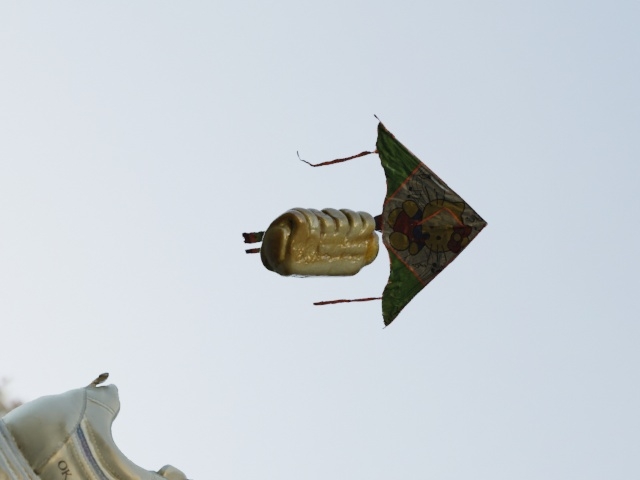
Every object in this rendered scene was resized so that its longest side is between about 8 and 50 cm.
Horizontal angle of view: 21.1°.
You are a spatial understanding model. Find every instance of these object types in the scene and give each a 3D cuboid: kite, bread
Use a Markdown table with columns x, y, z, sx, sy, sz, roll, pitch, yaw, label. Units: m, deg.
| x | y | z | sx | sy | sz | roll | pitch | yaw | label |
| --- | --- | --- | --- | --- | --- | --- | --- | --- | --- |
| 0.036 | -0.015 | 1.575 | 0.244 | 0.006 | 0.198 | -3 | -82 | 23 | kite |
| 0.000 | 0.000 | 1.133 | 0.033 | 0.088 | 0.049 | 37 | -60 | 46 | bread |

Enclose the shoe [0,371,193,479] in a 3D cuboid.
| x | y | z | sx | sy | sz | roll | pitch | yaw | label |
| --- | --- | --- | --- | --- | --- | --- | --- | --- | --- |
| -0.203 | 0.292 | 1.645 | 0.342 | 0.210 | 0.132 | 61 | -22 | 4 | shoe |
